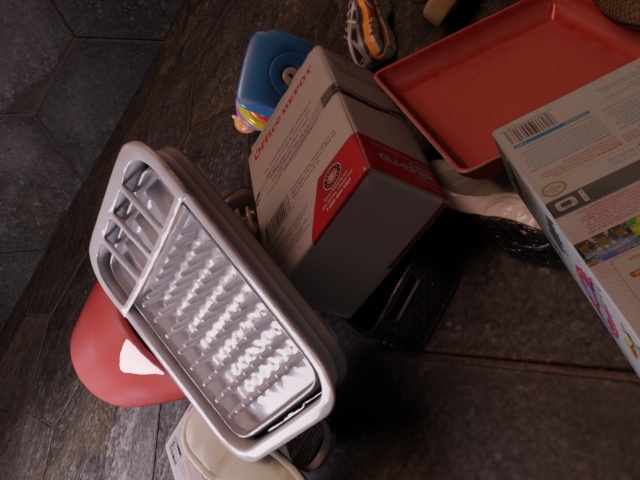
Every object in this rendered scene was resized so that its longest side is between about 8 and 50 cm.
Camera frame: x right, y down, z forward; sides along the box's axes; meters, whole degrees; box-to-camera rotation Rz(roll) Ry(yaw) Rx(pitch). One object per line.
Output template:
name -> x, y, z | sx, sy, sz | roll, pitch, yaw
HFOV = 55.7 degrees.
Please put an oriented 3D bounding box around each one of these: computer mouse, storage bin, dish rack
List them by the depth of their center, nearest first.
dish rack -> -0.119, 0.072, 0.675 | 0.333, 0.072, 0.285 | 51, 138, 9
storage bin -> 0.071, 0.050, 0.769 | 0.122, 0.084, 0.180 | -62, 32, 2
computer mouse -> -0.026, 0.246, 0.805 | 0.106, 0.042, 0.193 | -58, 27, -1

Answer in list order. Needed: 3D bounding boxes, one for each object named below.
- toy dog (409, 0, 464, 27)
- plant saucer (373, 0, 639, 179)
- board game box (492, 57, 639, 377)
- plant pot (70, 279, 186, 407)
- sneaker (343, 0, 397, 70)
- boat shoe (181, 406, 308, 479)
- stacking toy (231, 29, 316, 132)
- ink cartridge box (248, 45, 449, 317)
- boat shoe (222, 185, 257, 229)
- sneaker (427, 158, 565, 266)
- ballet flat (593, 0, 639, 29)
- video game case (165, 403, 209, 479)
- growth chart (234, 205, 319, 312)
toy dog -> 0.210, -0.475, 0.887 | 0.333, 0.220, 0.161 | -31, 12, 29
plant saucer -> 0.220, -0.176, 0.673 | 0.258, 0.048, 0.259 | -26, 39, 1
board game box -> 0.292, -0.016, 0.429 | 0.224, 0.097, 0.303 | -26, 42, 11
plant pot -> -0.249, 0.134, 0.946 | 0.243, 0.275, 0.275 | -35, 42, 37
sneaker -> 0.076, -0.385, 1.076 | 0.083, 0.084, 0.215 | -37, 41, 42
boat shoe -> -0.061, 0.312, 0.750 | 0.116, 0.099, 0.319 | -53, 45, -3
stacking toy -> -0.110, -0.277, 1.222 | 0.302, 0.175, 0.166 | -17, 58, 65
ink cartridge box -> 0.014, -0.078, 0.734 | 0.197, 0.114, 0.273 | -53, 34, 31
boat shoe -> -0.226, 0.040, 1.146 | 0.355, 0.132, 0.130 | -54, 34, 11
sneaker -> 0.189, -0.055, 0.684 | 0.108, 0.100, 0.271 | -54, 36, -9
ballet flat -> 0.328, -0.291, 0.658 | 0.084, 0.058, 0.250 | -19, 39, 1
video game case -> -0.179, 0.325, 0.978 | 0.183, 0.023, 0.201 | -59, 32, 7
growth chart -> -0.055, 0.035, 0.782 | 0.021, 0.172, 0.237 | -26, -1, 10
